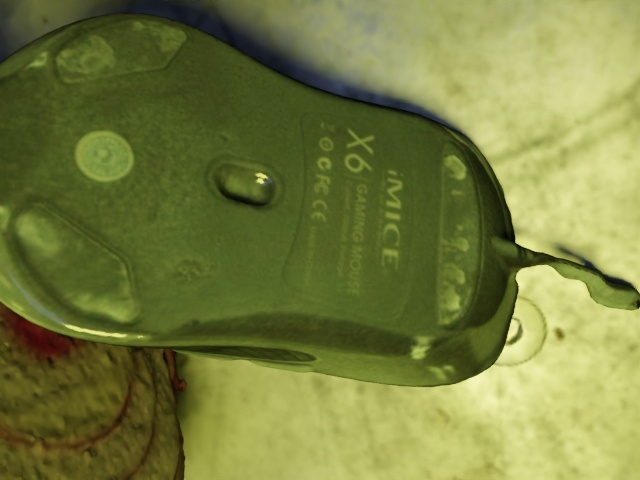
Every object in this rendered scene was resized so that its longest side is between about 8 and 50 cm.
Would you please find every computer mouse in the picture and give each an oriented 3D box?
[{"bbox_3d":[0.000,0.000,0.377,0.379,0.090,0.167,14,69,-13],"label":"computer mouse"}]

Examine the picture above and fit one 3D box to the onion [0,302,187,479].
[{"bbox_3d":[-0.248,0.082,0.363,0.260,0.282,0.337,-26,93,11],"label":"onion"}]
